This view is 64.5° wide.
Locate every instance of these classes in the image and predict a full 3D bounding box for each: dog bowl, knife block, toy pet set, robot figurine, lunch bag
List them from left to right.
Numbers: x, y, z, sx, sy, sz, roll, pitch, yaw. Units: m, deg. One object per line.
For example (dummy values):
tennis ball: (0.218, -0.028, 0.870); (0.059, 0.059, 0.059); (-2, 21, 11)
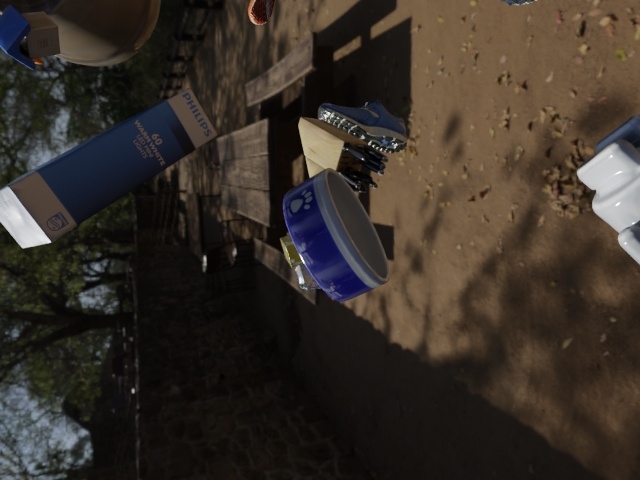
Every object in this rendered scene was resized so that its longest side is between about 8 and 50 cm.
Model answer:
toy pet set: (-0.376, -0.258, 0.619); (0.114, 0.065, 0.122); (44, 140, 18)
lunch bag: (-0.027, 0.102, 1.426); (0.053, 0.071, 0.083); (109, 149, -45)
dog bowl: (0.037, -0.011, 1.052); (0.265, 0.104, 0.265); (53, -162, -26)
knife block: (0.063, -0.250, 1.368); (0.242, 0.088, 0.275); (-26, 71, 48)
robot figurine: (0.631, -0.057, 0.877); (0.353, 0.300, 0.200); (43, 164, 6)

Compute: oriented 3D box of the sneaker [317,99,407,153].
sneaker: (0.147, -0.415, 1.766); (0.130, 0.330, 0.147); (136, 144, -61)

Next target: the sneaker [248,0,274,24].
sneaker: (-0.102, -0.538, 1.058); (0.175, 0.064, 0.067); (-51, 34, 18)

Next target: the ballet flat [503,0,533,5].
ballet flat: (0.471, -0.642, 1.223); (0.147, 0.409, 0.147); (13, 106, 53)

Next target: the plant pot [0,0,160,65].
plant pot: (-0.526, -0.522, 1.020); (0.280, 0.323, 0.323); (-83, -5, -72)

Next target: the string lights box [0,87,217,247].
string lights box: (-0.275, -0.097, 0.656); (0.133, 0.260, 0.076); (-4, 122, 48)

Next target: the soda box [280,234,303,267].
soda box: (0.000, 0.000, 1.226); (0.058, 0.181, 0.061); (-134, 27, -63)
